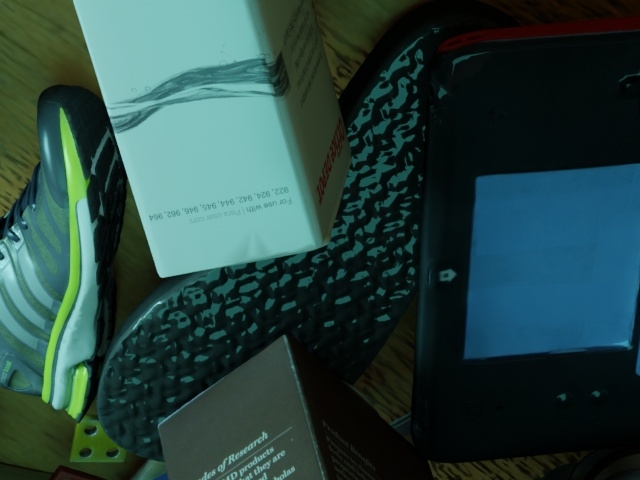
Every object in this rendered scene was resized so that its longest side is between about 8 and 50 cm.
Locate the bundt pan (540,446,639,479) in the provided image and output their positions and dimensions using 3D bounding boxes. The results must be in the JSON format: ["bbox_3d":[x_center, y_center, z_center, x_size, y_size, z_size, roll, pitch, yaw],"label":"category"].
[{"bbox_3d":[0.181,0.268,1.577,0.331,0.331,0.124,-29,92,23],"label":"bundt pan"}]

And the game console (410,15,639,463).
[{"bbox_3d":[0.240,0.003,1.457,0.342,0.060,0.386,-8,128,-11],"label":"game console"}]

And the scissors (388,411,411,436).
[{"bbox_3d":[0.147,0.104,1.617,0.297,0.021,0.109,-14,128,15],"label":"scissors"}]

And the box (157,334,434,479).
[{"bbox_3d":[0.014,0.267,1.388,0.143,0.381,0.191,-34,127,16],"label":"box"}]

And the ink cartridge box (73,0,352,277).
[{"bbox_3d":[-0.072,-0.139,1.284,0.115,0.198,0.273,-11,109,11],"label":"ink cartridge box"}]

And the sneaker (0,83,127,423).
[{"bbox_3d":[-0.217,0.012,1.512,0.121,0.111,0.300,10,125,1],"label":"sneaker"}]

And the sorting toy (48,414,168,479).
[{"bbox_3d":[-0.105,0.227,1.672,0.274,0.046,0.132,26,116,-32],"label":"sorting toy"}]

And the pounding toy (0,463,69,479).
[{"bbox_3d":[-0.276,0.274,1.717,0.141,0.100,0.130,12,127,-6],"label":"pounding toy"}]

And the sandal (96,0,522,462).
[{"bbox_3d":[0.003,0.000,1.505,0.167,0.107,0.446,37,108,-21],"label":"sandal"}]
